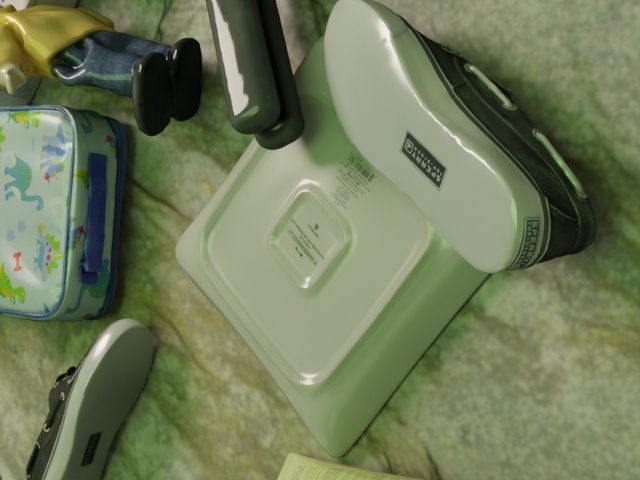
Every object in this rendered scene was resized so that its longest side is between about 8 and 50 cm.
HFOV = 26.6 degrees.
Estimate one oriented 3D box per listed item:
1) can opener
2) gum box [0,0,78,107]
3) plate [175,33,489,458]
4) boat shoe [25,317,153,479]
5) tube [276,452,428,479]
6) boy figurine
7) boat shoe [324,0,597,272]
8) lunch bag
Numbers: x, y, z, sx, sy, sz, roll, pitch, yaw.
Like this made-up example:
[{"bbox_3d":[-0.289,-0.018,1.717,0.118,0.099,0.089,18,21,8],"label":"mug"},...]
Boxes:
[{"bbox_3d":[-0.050,-0.220,1.188,0.095,0.076,0.283,-26,60,23],"label":"can opener"},{"bbox_3d":[-0.339,-0.225,1.449,0.107,0.062,0.188,43,113,32],"label":"gum box"},{"bbox_3d":[0.000,0.000,1.179,0.277,0.045,0.278,50,116,30],"label":"plate"},{"bbox_3d":[-0.237,0.166,1.342,0.076,0.080,0.228,36,117,33],"label":"boat shoe"},{"bbox_3d":[0.048,0.225,1.119,0.240,0.070,0.062,-1,100,38],"label":"tube"},{"bbox_3d":[-0.262,-0.177,1.308,0.285,0.177,0.092,14,118,23],"label":"boy figurine"},{"bbox_3d":[0.107,-0.092,1.067,0.301,0.102,0.108,52,136,39],"label":"boat shoe"},{"bbox_3d":[-0.278,-0.026,1.372,0.176,0.090,0.219,1,88,39],"label":"lunch bag"}]
